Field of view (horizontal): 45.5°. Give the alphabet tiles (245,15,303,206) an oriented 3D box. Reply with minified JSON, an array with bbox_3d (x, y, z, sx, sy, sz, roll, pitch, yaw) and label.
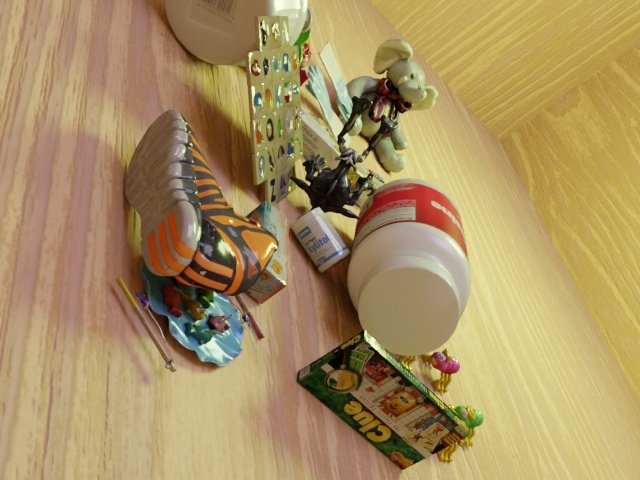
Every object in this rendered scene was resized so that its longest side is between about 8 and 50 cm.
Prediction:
[{"bbox_3d":[-0.082,-0.245,1.437,0.285,0.011,0.342,-47,137,-67],"label":"alphabet tiles"}]

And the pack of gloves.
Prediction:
[{"bbox_3d":[0.021,-0.353,1.914,0.232,0.046,0.195,64,29,-27],"label":"pack of gloves"}]

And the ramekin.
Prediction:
[{"bbox_3d":[-0.177,-0.481,1.525,0.277,0.277,0.135,54,30,0],"label":"ramekin"}]

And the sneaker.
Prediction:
[{"bbox_3d":[-0.166,-0.041,1.077,0.180,0.124,0.321,29,32,-39],"label":"sneaker"}]

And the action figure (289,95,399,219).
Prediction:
[{"bbox_3d":[0.047,-0.144,1.549,0.164,0.275,0.141,32,-4,2],"label":"action figure"}]

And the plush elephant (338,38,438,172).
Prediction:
[{"bbox_3d":[0.205,-0.403,2.169,0.272,0.255,0.330,39,27,-32],"label":"plush elephant"}]

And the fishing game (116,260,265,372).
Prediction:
[{"bbox_3d":[-0.163,0.081,1.035,0.189,0.041,0.264,59,20,13],"label":"fishing game"}]

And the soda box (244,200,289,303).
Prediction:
[{"bbox_3d":[-0.093,0.016,1.242,0.063,0.058,0.183,42,24,-26],"label":"soda box"}]

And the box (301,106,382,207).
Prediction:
[{"bbox_3d":[0.025,-0.191,1.763,0.324,0.063,0.067,41,25,-29],"label":"box"}]

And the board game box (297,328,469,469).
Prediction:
[{"bbox_3d":[0.100,0.253,1.183,0.260,0.136,0.030,43,28,-23],"label":"board game box"}]

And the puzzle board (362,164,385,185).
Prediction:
[{"bbox_3d":[0.144,-0.153,2.013,0.128,0.011,0.096,24,36,-49],"label":"puzzle board"}]

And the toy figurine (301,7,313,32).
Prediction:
[{"bbox_3d":[-0.142,-0.506,1.695,0.148,0.209,0.213,-5,61,-53],"label":"toy figurine"}]

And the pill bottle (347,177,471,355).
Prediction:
[{"bbox_3d":[0.170,0.044,1.471,0.229,0.229,0.407,48,20,-13],"label":"pill bottle"}]

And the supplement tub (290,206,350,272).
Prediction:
[{"bbox_3d":[0.000,0.000,1.432,0.107,0.071,0.071,55,22,5],"label":"supplement tub"}]

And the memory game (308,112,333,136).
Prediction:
[{"bbox_3d":[0.017,-0.242,1.889,0.186,0.012,0.186,42,25,-25],"label":"memory game"}]

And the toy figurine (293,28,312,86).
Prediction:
[{"bbox_3d":[-0.069,-0.435,1.836,0.130,0.173,0.159,42,5,16],"label":"toy figurine"}]

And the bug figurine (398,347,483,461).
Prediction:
[{"bbox_3d":[0.234,0.285,1.483,0.216,0.072,0.279,24,37,-51],"label":"bug figurine"}]
